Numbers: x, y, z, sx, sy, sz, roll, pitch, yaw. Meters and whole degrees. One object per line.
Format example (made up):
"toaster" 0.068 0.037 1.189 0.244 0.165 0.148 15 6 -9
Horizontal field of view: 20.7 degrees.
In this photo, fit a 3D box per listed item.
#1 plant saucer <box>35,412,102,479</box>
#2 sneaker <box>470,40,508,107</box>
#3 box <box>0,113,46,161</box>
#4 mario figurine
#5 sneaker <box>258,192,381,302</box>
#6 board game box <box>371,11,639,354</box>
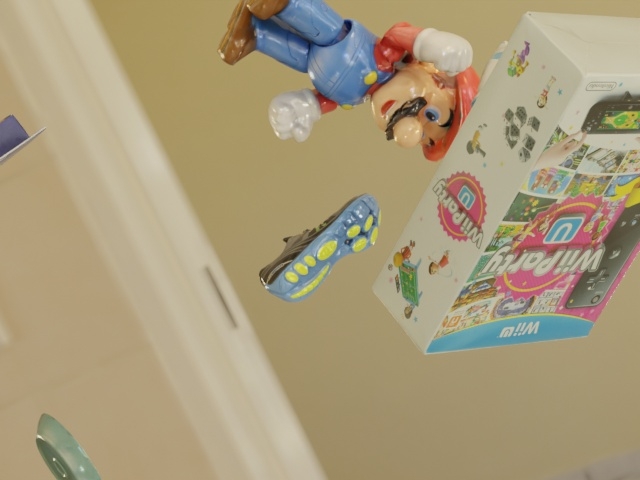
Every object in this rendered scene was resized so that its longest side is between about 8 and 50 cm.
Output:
"plant saucer" -0.276 0.242 1.900 0.021 0.119 0.119 -35 8 -23
"sneaker" 0.268 -0.169 1.788 0.229 0.087 0.092 1 57 29
"box" -0.353 -0.047 1.611 0.225 0.036 0.136 -28 10 48
"mario figurine" 0.048 -0.176 1.967 0.170 0.320 0.198 -66 11 -7
"sneaker" 0.000 0.000 2.068 0.078 0.067 0.188 19 49 44
"board game box" 0.209 -0.048 1.546 0.224 0.097 0.303 -3 -47 -41
